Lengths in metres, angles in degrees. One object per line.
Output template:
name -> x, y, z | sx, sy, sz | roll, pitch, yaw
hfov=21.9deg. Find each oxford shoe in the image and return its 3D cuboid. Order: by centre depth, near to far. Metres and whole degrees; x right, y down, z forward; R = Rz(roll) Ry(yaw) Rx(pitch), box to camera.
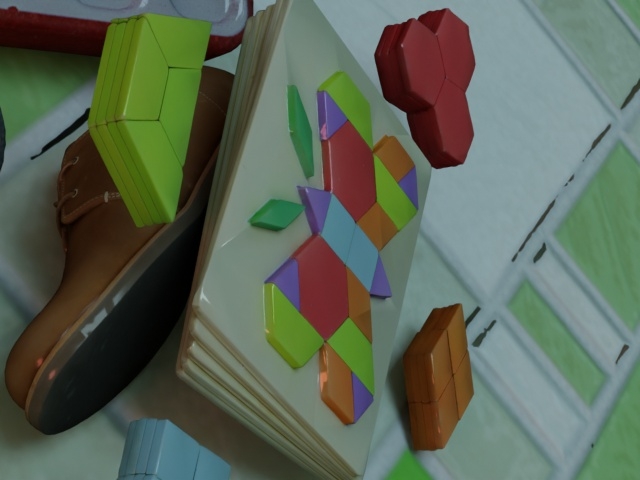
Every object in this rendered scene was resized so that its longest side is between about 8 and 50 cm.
oxford shoe -> -0.084, -0.003, 0.681 | 0.076, 0.076, 0.212 | 24, 41, 4

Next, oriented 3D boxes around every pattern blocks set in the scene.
pattern blocks set -> 0.000, 0.000, 0.699 | 0.285, 0.026, 0.325 | 33, 56, -52

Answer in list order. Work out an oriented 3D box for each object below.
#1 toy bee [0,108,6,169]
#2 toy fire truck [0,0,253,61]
toy bee -> -0.239, 0.057, 0.435 | 0.298, 0.162, 0.195 | -1, 71, -18
toy fire truck -> -0.155, -0.204, 0.677 | 0.302, 0.169, 0.254 | 0, 83, -44
